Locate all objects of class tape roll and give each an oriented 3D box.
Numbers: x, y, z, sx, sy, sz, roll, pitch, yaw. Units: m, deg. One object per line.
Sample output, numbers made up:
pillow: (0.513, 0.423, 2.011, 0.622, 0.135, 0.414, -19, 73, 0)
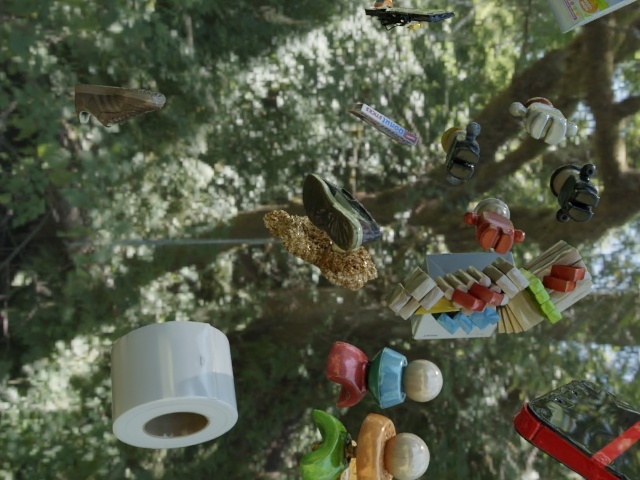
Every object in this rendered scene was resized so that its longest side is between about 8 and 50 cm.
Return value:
tape roll: (-0.297, 0.295, 1.562, 0.246, 0.246, 0.169, 87, -7, -55)

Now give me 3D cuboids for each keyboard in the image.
keyboard: (0.157, -0.420, 1.475, 0.192, 0.100, 0.038, 25, -56, 50)

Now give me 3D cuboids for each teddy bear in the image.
teddy bear: (0.000, 0.000, 1.921, 0.113, 0.245, 0.338, -61, -153, 8)

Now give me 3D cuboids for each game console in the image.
game console: (0.594, 0.411, 1.550, 0.387, 0.342, 0.060, -3, 122, -52)

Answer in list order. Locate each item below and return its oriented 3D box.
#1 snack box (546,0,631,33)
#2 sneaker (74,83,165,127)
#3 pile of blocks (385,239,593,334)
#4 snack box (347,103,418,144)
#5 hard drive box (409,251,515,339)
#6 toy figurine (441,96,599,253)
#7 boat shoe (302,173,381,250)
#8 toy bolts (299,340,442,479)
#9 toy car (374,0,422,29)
snack box: (0.456, -0.463, 1.284, 0.174, 0.207, 0.070, 63, -18, 0)
sneaker: (-0.345, -0.228, 1.336, 0.066, 0.188, 0.071, -15, 114, -59)
pile of blocks: (0.298, 0.105, 1.308, 0.112, 0.362, 0.148, -111, -168, -78)
snack box: (0.152, -0.280, 1.873, 0.064, 0.178, 0.022, 14, -101, 60)
hard drive box: (0.293, 0.120, 1.625, 0.232, 0.181, 0.089, 98, -10, -58)
toy figurine: (0.305, -0.106, 1.200, 0.209, 0.213, 0.148, 60, 17, -15)
boat shoe: (0.035, -0.050, 1.376, 0.223, 0.073, 0.080, 51, -46, 52)
toy bolts: (0.089, 0.267, 1.091, 0.218, 0.159, 0.228, 71, 26, -46)
toy car: (0.164, -0.497, 1.676, 0.040, 0.122, 0.060, -30, 137, -40)
